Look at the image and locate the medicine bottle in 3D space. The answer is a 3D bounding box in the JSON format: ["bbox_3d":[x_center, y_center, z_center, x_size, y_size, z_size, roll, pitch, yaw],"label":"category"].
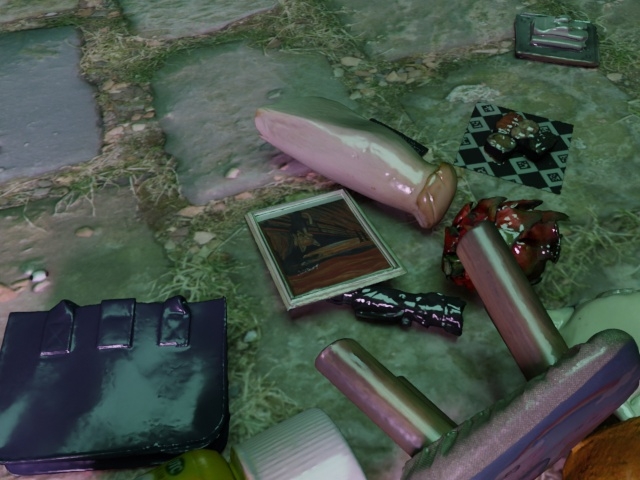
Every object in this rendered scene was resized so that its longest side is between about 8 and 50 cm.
[{"bbox_3d":[-0.133,0.355,0.681,0.384,0.224,0.224,-22,55,-18],"label":"medicine bottle"}]

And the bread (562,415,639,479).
[{"bbox_3d":[0.406,0.343,0.685,0.225,0.279,0.250,30,55,6],"label":"bread"}]

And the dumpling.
[{"bbox_3d":[0.472,0.182,0.865,0.318,0.187,0.243,-9,52,17],"label":"dumpling"}]

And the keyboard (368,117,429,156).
[{"bbox_3d":[0.155,-0.216,1.294,0.155,0.010,0.053,33,56,24],"label":"keyboard"}]

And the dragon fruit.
[{"bbox_3d":[0.297,0.013,1.006,0.188,0.182,0.182,18,52,8],"label":"dragon fruit"}]

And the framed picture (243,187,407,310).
[{"bbox_3d":[0.000,0.000,1.075,0.216,0.016,0.273,-16,41,-14],"label":"framed picture"}]

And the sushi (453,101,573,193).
[{"bbox_3d":[0.416,-0.219,1.279,0.219,0.047,0.231,18,52,13],"label":"sushi"}]

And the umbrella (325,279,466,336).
[{"bbox_3d":[0.120,0.103,1.004,0.235,0.059,0.066,10,30,10],"label":"umbrella"}]

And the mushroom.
[{"bbox_3d":[0.074,-0.166,1.174,0.407,0.138,0.154,31,26,17],"label":"mushroom"}]

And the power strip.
[{"bbox_3d":[0.595,-0.520,1.520,0.213,0.065,0.198,8,49,6],"label":"power strip"}]

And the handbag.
[{"bbox_3d":[-0.293,0.190,0.885,0.325,0.118,0.269,-2,58,-4],"label":"handbag"}]

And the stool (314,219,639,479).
[{"bbox_3d":[0.191,0.176,0.744,0.310,0.310,0.226,-41,56,3],"label":"stool"}]
